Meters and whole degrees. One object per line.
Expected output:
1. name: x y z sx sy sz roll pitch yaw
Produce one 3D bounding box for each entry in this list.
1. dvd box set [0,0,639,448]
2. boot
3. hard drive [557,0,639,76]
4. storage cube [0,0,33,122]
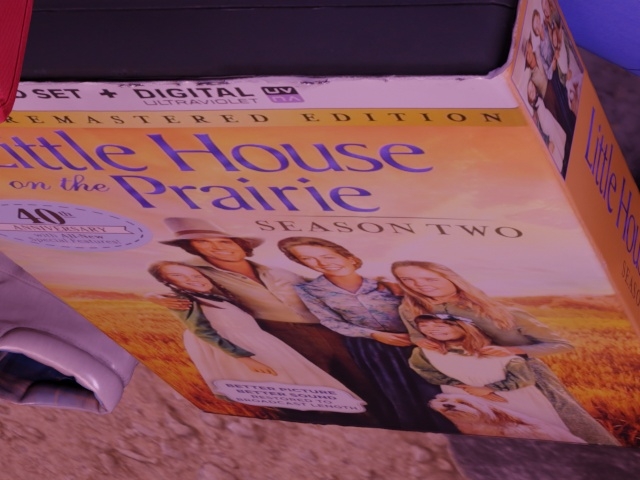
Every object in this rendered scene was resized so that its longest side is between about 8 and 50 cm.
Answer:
1. dvd box set: 0.000 0.000 0.798 0.308 0.062 0.420 2 157 22
2. boot: -0.220 0.025 1.069 0.258 0.123 0.095 15 147 19
3. hard drive: 0.099 -0.134 0.555 0.319 0.040 0.210 19 159 -38
4. storage cube: -0.186 -0.157 0.481 0.184 0.215 0.193 -2 146 4
